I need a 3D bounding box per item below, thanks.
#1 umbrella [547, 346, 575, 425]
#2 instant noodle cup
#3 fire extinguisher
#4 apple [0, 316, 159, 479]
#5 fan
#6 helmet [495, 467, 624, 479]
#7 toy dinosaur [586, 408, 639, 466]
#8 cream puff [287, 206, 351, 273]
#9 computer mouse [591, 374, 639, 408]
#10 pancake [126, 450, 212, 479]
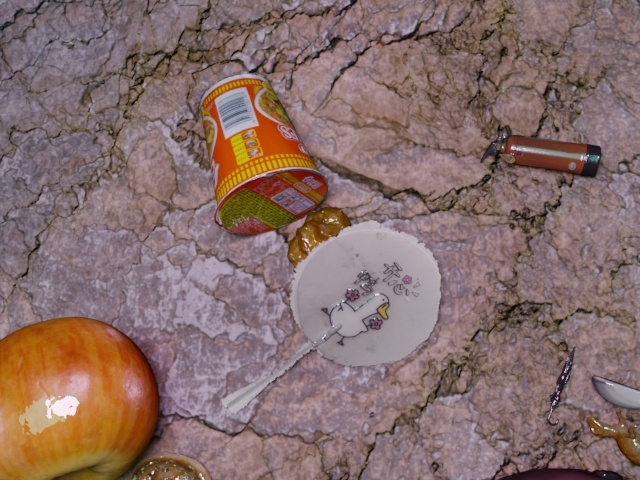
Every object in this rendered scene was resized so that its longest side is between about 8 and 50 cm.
[{"bbox_3d":[0.358,0.215,0.993,0.022,0.013,0.122,18,81,1],"label":"umbrella"},{"bbox_3d":[-0.110,-0.145,1.076,0.193,0.193,0.212,-23,67,5],"label":"instant noodle cup"},{"bbox_3d":[0.346,-0.134,1.051,0.177,0.050,0.062,10,118,13],"label":"fire extinguisher"},{"bbox_3d":[-0.382,0.249,0.990,0.286,0.286,0.233,-27,60,4],"label":"apple"},{"bbox_3d":[0.009,0.146,1.028,0.414,0.012,0.233,-42,102,12],"label":"fan"},{"bbox_3d":[0.345,0.437,0.859,0.338,0.197,0.271,7,77,12],"label":"helmet"},{"bbox_3d":[0.465,0.313,0.948,0.126,0.039,0.162,-17,98,28],"label":"toy dinosaur"},{"bbox_3d":[0.000,0.000,1.050,0.122,0.116,0.094,-27,87,-12],"label":"cream puff"},{"bbox_3d":[0.443,0.226,0.955,0.110,0.056,0.032,18,90,11],"label":"computer mouse"},{"bbox_3d":[-0.243,0.411,1.052,0.158,0.028,0.158,-2,77,7],"label":"pancake"}]
